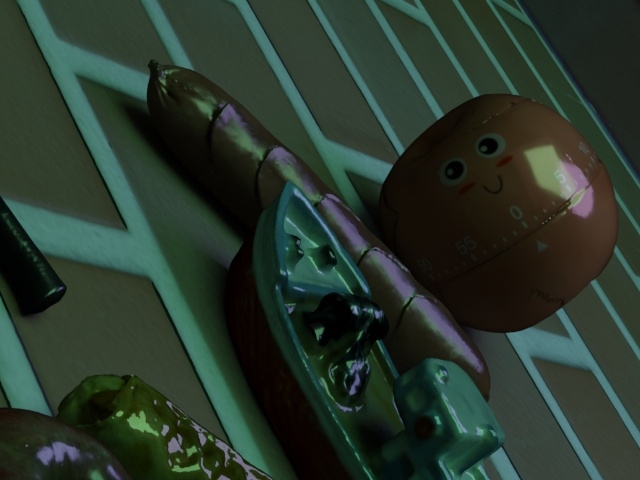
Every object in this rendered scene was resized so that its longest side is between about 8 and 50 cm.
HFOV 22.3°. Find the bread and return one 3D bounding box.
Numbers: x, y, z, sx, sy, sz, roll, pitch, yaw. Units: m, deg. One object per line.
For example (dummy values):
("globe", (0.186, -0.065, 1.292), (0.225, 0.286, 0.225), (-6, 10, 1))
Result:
("bread", (-0.023, 0.204, 1.033), (0.367, 0.084, 0.077), (43, 61, -25))

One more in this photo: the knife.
("knife", (-0.248, -0.045, 1.066), (0.230, 0.028, 0.060), (54, 32, 12))

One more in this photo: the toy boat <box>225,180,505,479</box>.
("toy boat", (0.034, 0.098, 1.256), (0.145, 0.133, 0.332), (15, 41, -57))

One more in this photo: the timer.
("timer", (0.178, -0.028, 1.640), (0.215, 0.229, 0.229), (49, 20, -5))

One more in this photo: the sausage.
("sausage", (-0.002, 0.000, 1.425), (0.433, 0.088, 0.088), (47, 21, -14))

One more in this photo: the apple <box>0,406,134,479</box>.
("apple", (-0.146, 0.159, 0.785), (0.153, 0.120, 0.153), (41, 19, -18))
